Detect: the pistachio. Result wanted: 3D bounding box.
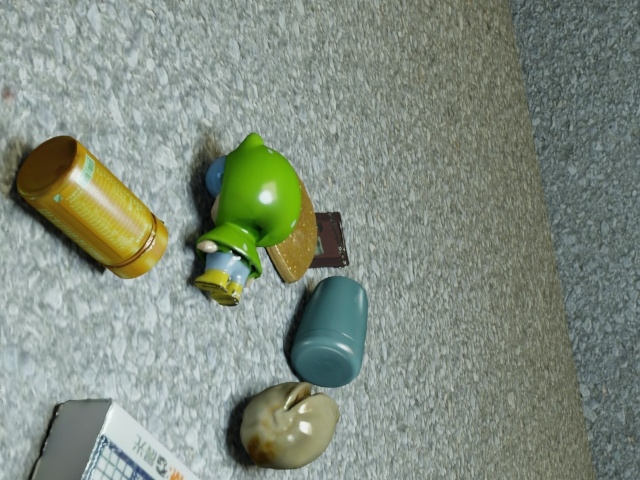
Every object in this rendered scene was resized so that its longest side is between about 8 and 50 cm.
[{"bbox_3d":[-0.046,0.284,1.601,0.215,0.144,0.144,10,70,-68],"label":"pistachio"}]

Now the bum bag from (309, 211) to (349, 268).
[{"bbox_3d":[0.000,0.000,1.930,0.159,0.026,0.109,0,79,-58],"label":"bum bag"}]

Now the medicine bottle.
[{"bbox_3d":[-0.280,-0.039,1.303,0.192,0.096,0.096,47,39,-45],"label":"medicine bottle"}]

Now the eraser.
[{"bbox_3d":[-0.222,0.318,1.279,0.287,0.086,0.130,55,36,-38],"label":"eraser"}]

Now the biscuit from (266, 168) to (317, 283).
[{"bbox_3d":[-0.056,-0.035,1.810,0.142,0.029,0.220,1,77,-55],"label":"biscuit"}]

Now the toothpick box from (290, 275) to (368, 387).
[{"bbox_3d":[0.023,0.151,1.800,0.120,0.120,0.184,60,29,-32],"label":"toothpick box"}]

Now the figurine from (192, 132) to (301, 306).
[{"bbox_3d":[-0.115,-0.030,1.595,0.162,0.143,0.263,43,53,-41],"label":"figurine"}]
